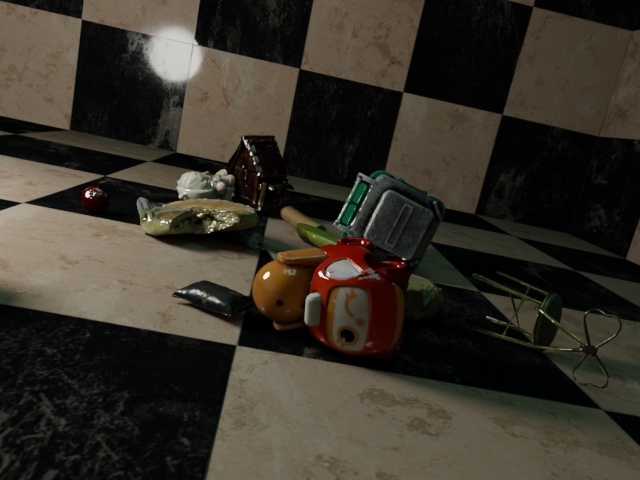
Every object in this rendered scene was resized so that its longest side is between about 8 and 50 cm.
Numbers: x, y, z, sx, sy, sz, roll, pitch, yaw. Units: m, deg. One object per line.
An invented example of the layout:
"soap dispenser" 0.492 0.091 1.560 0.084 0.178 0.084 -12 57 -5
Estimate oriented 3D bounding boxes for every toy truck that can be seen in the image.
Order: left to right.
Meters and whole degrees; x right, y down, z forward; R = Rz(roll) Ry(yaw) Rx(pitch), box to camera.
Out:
"toy truck" 0.016 0.106 0.988 0.239 0.189 0.265 -7 21 -29

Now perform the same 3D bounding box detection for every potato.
"potato" 0.000 0.000 1.724 0.198 0.054 0.119 24 11 24

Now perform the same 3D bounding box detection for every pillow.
"pillow" -0.200 0.111 1.043 0.150 0.048 0.090 14 4 27

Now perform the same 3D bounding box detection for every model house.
"model house" -0.200 -0.273 2.134 0.297 0.282 0.317 12 12 39

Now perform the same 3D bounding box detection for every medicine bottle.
"medicine bottle" -0.232 -0.025 1.608 0.051 0.051 0.191 4 15 -32

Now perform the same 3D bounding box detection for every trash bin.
"trash bin" 0.181 -0.075 1.731 0.295 0.259 0.381 26 3 -11

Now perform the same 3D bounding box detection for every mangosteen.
"mangosteen" -0.647 -0.118 1.564 0.081 0.080 0.081 12 12 -3

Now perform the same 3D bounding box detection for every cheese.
"cheese" 0.165 0.127 1.233 0.175 0.091 0.203 23 18 39

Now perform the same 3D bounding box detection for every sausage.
"sausage" -0.070 -0.069 1.937 0.066 0.065 0.301 5 13 -29

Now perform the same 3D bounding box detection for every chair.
"chair" 0.488 0.179 1.179 0.326 0.159 0.170 18 14 41

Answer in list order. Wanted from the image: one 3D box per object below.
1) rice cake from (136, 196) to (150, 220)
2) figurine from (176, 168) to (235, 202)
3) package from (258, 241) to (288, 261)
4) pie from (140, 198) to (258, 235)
"rice cake" -0.543 -0.096 1.664 0.033 0.033 0.208 17 10 -26
"figurine" -0.441 -0.195 2.006 0.182 0.144 0.257 40 21 21
"package" -0.045 0.047 1.516 0.239 0.030 0.154 7 13 -24
"pie" -0.340 -0.066 1.528 0.338 0.075 0.337 0 12 0
